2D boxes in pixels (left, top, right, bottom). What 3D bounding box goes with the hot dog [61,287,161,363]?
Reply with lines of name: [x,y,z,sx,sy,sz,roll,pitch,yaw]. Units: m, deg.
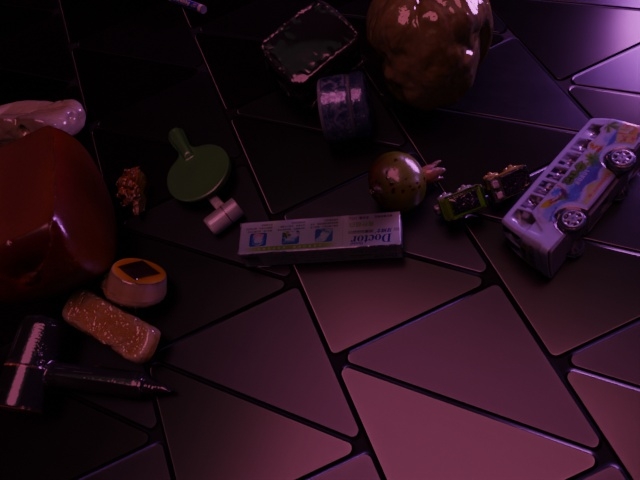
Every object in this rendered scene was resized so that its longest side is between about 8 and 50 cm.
hot dog: [-0.427,0.179,1.184,0.242,0.073,0.084,22,72,23]

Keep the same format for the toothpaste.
toothpaste: [0.000,0.000,1.179,0.336,0.067,0.081,-4,61,11]

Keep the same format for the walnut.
walnut: [0.235,-0.444,1.240,0.253,0.277,0.282,-24,47,9]

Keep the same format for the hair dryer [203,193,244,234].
hair dryer: [-0.240,-0.079,1.296,0.082,0.047,0.137,-38,55,-7]

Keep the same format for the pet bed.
pet bed: [-0.019,-0.435,1.373,0.211,0.159,0.183,-42,72,-4]

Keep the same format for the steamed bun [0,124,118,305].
steamed bun: [-0.580,-0.038,1.237,0.235,0.248,0.379,-23,55,4]

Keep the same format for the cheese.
cheese: [-0.760,-0.304,1.495,0.263,0.093,0.159,3,30,13]

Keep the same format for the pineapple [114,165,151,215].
pineapple: [-0.435,-0.106,1.355,0.114,0.077,0.114,-31,65,37]

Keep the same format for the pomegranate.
pomegranate: [0.170,-0.128,1.179,0.129,0.129,0.159,35,50,27]

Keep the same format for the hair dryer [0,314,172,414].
hair dryer: [-0.458,0.259,1.145,0.352,0.107,0.189,4,66,7]

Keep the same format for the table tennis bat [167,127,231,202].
table tennis bat: [-0.304,-0.186,1.357,0.160,0.039,0.257,-33,55,-4]

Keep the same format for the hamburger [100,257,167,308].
hamburger: [-0.391,0.092,1.199,0.141,0.126,0.081,23,111,8]

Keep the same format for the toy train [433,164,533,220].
toy train: [0.324,-0.095,1.134,0.202,0.081,0.060,-23,98,0]

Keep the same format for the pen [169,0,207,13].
pen: [-0.414,-0.705,1.684,0.204,0.025,0.025,29,72,25]

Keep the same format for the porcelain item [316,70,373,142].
porcelain item: [0.059,-0.297,1.278,0.114,0.147,0.147,-7,61,8]

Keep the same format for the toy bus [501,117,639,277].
toy bus: [0.484,-0.089,1.087,0.330,0.109,0.136,-46,52,-12]
